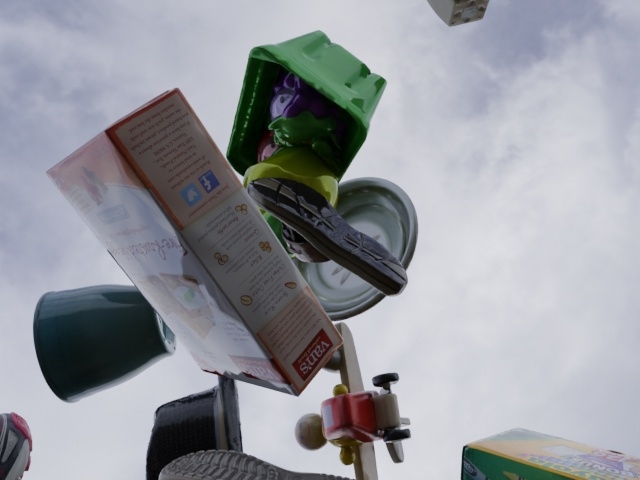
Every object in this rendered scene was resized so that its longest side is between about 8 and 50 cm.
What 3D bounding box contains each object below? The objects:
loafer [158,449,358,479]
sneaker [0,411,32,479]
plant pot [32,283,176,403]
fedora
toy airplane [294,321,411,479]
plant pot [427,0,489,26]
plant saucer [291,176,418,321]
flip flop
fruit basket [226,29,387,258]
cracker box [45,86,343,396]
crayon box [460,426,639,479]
[{"bbox_3d":[-0.064,0.319,0.609,0.268,0.102,0.092,9,-91,8],"label":"loafer"},{"bbox_3d":[-0.403,0.262,0.453,0.299,0.121,0.112,-37,-60,-27],"label":"sneaker"},{"bbox_3d":[-0.496,0.223,1.253,0.255,0.271,0.272,-14,-67,-5],"label":"plant pot"},{"bbox_3d":[-0.205,0.374,0.870,0.152,0.334,0.334,-4,-67,-10],"label":"fedora"},{"bbox_3d":[0.075,0.438,1.240,0.272,0.386,0.384,-13,-71,6],"label":"toy airplane"},{"bbox_3d":[0.280,-0.491,1.024,0.109,0.109,0.096,-13,-109,-1],"label":"plant pot"},{"bbox_3d":[0.078,0.029,1.322,0.400,0.400,0.100,-35,-44,13],"label":"plant saucer"},{"bbox_3d":[0.000,0.000,0.756,0.277,0.112,0.080,36,-61,7],"label":"flip flop"},{"bbox_3d":[-0.062,-0.149,0.976,0.283,0.392,0.392,38,-72,2],"label":"fruit basket"},{"bbox_3d":[-0.103,0.013,0.420,0.156,0.067,0.232,-7,-58,50],"label":"cracker box"},{"bbox_3d":[0.335,0.312,0.633,0.165,0.278,0.081,9,-96,-45],"label":"crayon box"}]
